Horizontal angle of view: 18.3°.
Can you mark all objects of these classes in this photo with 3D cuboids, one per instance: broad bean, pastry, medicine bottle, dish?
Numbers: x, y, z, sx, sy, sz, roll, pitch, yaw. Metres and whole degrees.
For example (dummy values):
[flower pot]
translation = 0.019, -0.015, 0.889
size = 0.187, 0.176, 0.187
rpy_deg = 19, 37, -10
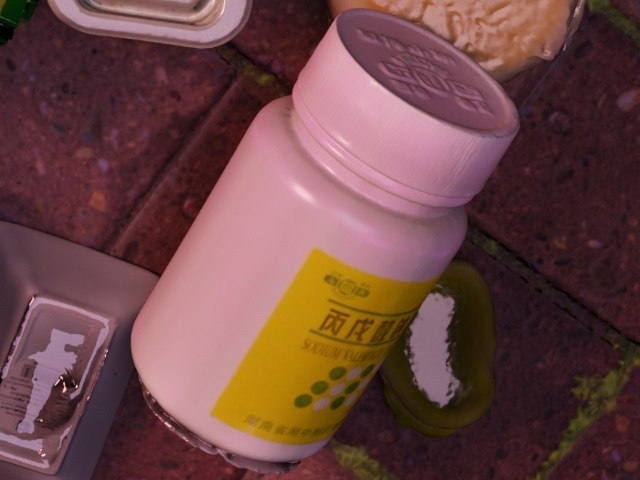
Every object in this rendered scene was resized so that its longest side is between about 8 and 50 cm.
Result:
[broad bean]
translation = 0.112, 0.105, 1.922
size = 0.124, 0.082, 0.174
rpy_deg = -13, 96, -10
[pastry]
translation = 0.115, -0.253, 1.802
size = 0.265, 0.133, 0.264
rpy_deg = -3, 105, -11
[medicine bottle]
translation = 0.000, 0.000, 1.744
size = 0.213, 0.213, 0.378
rpy_deg = 23, 117, -17
[dish]
translation = -0.261, 0.123, 1.837
size = 0.182, 0.080, 0.243
rpy_deg = 20, 99, -17

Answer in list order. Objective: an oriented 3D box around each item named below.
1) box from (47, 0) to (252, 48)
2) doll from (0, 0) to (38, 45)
[box]
translation = -0.142, -0.336, 1.698
size = 0.175, 0.182, 0.311
rpy_deg = 6, 102, -15
[doll]
translation = -0.286, -0.239, 1.713
size = 0.106, 0.134, 0.186
rpy_deg = 23, 97, -23
